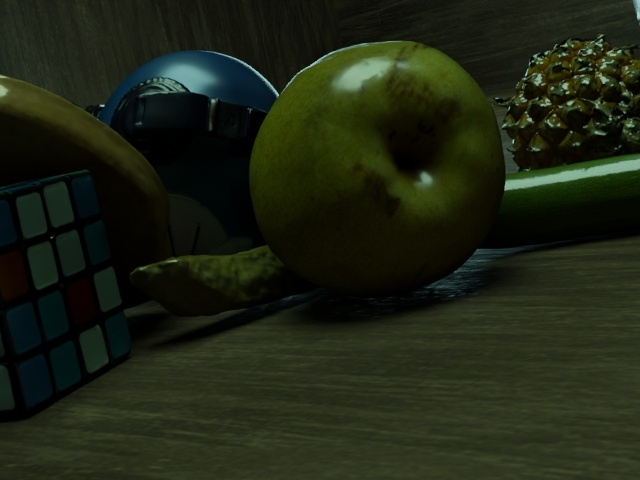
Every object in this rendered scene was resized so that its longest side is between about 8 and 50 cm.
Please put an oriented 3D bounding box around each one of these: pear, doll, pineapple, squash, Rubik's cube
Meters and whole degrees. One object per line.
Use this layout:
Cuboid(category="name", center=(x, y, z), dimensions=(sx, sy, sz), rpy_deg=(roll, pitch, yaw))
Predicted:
Cuboid(category="pear", center=(0.041, -0.055, 0.961), dimensions=(0.208, 0.209, 0.209), rpy_deg=(-12, 8, 2))
Cuboid(category="doll", center=(-0.165, -0.072, 1.247), dimensions=(0.309, 0.240, 0.284), rpy_deg=(-4, -18, 18))
Cuboid(category="pineapple", center=(0.278, -0.111, 1.166), dimensions=(0.175, 0.162, 0.137), rpy_deg=(-16, 20, -14))
Cuboid(category="squash", center=(0.218, -0.034, 1.018), dimensions=(0.258, 0.069, 0.069), rpy_deg=(-8, 9, 18))
Cuboid(category="Rubik's cube", center=(-0.255, 0.041, 0.896), dimensions=(0.155, 0.154, 0.151), rpy_deg=(-8, 9, 24))

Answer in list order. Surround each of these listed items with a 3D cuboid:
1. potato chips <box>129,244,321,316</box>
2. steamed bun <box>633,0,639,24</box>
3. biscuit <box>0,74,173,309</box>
Cuboid(category="potato chips", center=(0.000, 0.000, 1.086), dimensions=(0.057, 0.080, 0.407), rpy_deg=(-27, -2, 41))
Cuboid(category="steamed bun", center=(0.424, -0.249, 1.125), dimensions=(0.248, 0.379, 0.235), rpy_deg=(-22, 6, 9))
Cuboid(category="biscuit", center=(-0.307, -0.023, 1.037), dimensions=(0.351, 0.312, 0.057), rpy_deg=(-19, 44, 23))
